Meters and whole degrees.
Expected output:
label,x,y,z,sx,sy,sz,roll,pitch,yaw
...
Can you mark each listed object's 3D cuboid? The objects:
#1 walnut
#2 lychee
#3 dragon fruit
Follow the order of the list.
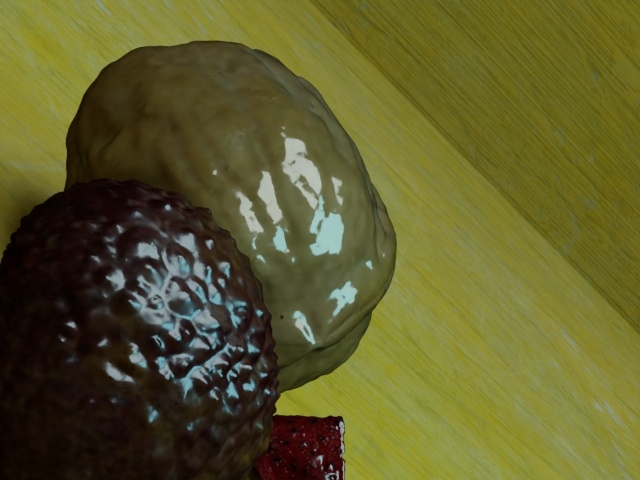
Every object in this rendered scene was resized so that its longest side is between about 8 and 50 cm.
label,x,y,z,sx,sy,sz,roll,pitch,yaw
walnut,-0.086,-0.011,1.118,0.306,0.306,0.344,30,11,-45
lychee,-0.144,0.086,0.870,0.260,0.260,0.261,43,19,-19
dragon fruit,-0.032,0.218,1.169,0.063,0.097,0.131,31,44,-35
